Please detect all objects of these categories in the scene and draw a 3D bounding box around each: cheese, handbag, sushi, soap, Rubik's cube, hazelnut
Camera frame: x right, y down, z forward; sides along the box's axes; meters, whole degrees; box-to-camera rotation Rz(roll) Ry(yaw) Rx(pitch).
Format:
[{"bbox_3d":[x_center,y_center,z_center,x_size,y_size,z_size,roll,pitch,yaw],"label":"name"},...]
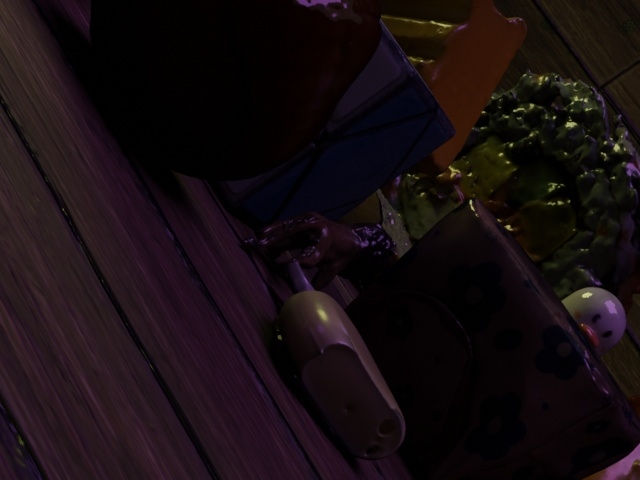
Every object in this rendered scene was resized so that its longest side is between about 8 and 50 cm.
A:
[{"bbox_3d":[0.001,0.074,1.411,0.127,0.054,0.251,56,4,-23],"label":"cheese"},{"bbox_3d":[0.144,0.117,1.642,0.251,0.193,0.190,58,8,32],"label":"handbag"},{"bbox_3d":[0.251,-0.024,2.369,0.417,0.417,0.176,57,12,16],"label":"sushi"},{"bbox_3d":[0.043,-0.185,1.913,0.096,0.204,0.324,41,-14,-37],"label":"soap"},{"bbox_3d":[-0.025,-0.142,1.670,0.207,0.205,0.205,58,6,17],"label":"Rubik's cube"},{"bbox_3d":[-0.067,-0.160,1.395,0.229,0.229,0.229,54,6,-8],"label":"hazelnut"}]

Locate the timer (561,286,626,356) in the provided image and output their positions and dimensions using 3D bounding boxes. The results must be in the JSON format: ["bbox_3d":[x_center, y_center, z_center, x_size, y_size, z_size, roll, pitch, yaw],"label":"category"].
[{"bbox_3d":[0.226,0.120,2.051,0.233,0.240,0.233,54,6,-8],"label":"timer"}]

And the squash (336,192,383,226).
[{"bbox_3d":[-0.009,-0.052,1.895,0.095,0.095,0.188,58,11,26],"label":"squash"}]

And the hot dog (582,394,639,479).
[{"bbox_3d":[0.330,0.296,2.008,0.185,0.223,0.405,53,5,3],"label":"hot dog"}]

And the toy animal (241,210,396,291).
[{"bbox_3d":[-0.013,0.011,1.597,0.069,0.086,0.220,54,23,20],"label":"toy animal"}]

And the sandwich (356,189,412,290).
[{"bbox_3d":[0.012,-0.068,2.144,0.251,0.087,0.226,52,6,-31],"label":"sandwich"}]
